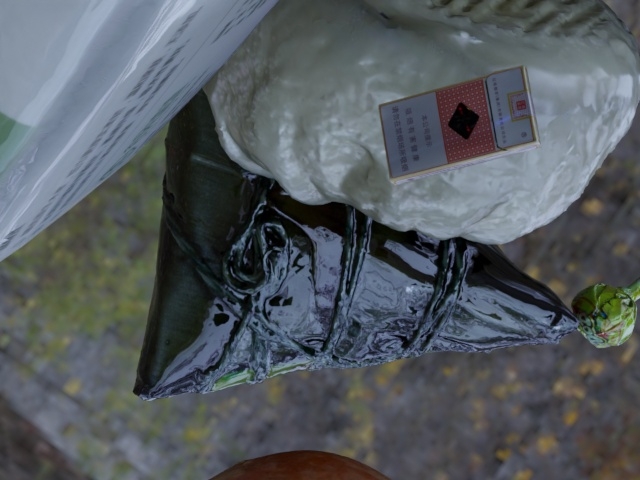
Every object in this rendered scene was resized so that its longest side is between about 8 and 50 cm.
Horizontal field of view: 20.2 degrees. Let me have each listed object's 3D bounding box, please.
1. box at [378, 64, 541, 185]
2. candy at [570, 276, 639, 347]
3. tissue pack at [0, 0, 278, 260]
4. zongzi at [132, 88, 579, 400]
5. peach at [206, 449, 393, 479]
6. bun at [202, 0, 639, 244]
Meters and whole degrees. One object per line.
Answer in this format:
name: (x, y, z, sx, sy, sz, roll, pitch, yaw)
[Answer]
box: (0.074, -0.061, 0.960, 0.083, 0.046, 0.012, -14, 162, 19)
candy: (0.312, 0.040, 1.723, 0.194, 0.062, 0.058, -33, -176, -35)
tissue pack: (-0.116, -0.166, 0.885, 0.356, 0.194, 0.266, -44, -179, 45)
zongzi: (0.000, 0.000, 1.678, 0.362, 0.383, 0.319, -153, -104, -72)
peach: (-0.017, 0.229, 0.998, 0.232, 0.232, 0.232, -56, 176, -6)
bun: (0.064, -0.132, 1.426, 0.360, 0.359, 0.211, -50, 163, -59)
